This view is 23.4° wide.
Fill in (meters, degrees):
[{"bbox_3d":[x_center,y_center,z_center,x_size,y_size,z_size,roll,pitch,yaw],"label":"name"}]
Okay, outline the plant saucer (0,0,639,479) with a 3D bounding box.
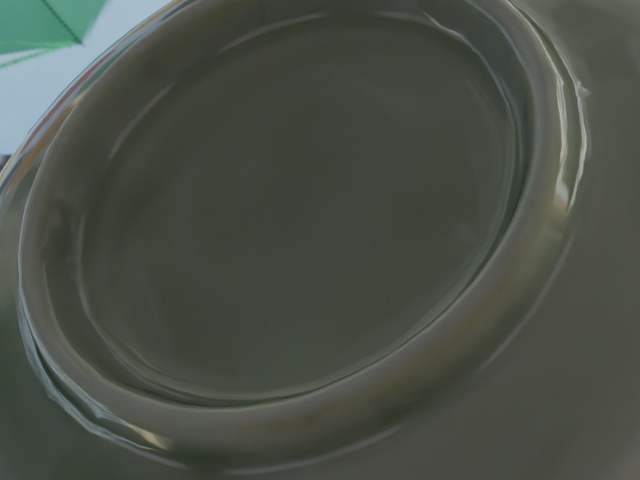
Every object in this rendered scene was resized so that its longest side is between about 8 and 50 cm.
[{"bbox_3d":[0.000,0.000,0.589,0.400,0.400,0.100,-32,-42,1],"label":"plant saucer"}]
